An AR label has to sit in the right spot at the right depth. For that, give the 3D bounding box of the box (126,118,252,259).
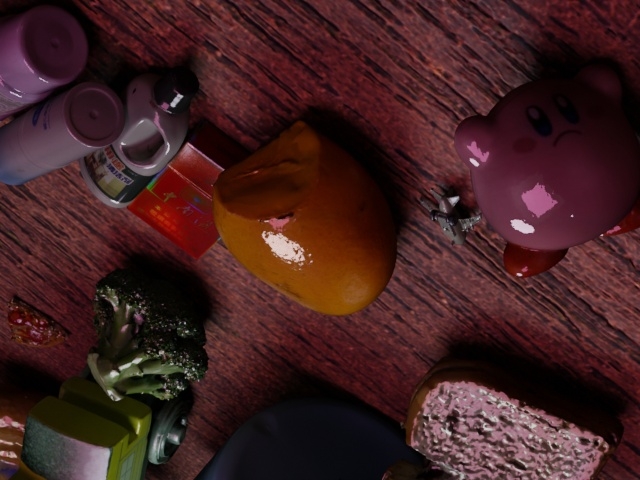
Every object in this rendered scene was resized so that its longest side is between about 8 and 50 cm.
[{"bbox_3d":[-0.141,-0.056,1.871,0.112,0.048,0.175,37,141,-10],"label":"box"}]

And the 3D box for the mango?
[{"bbox_3d":[0.000,0.000,1.777,0.187,0.138,0.257,-21,138,21],"label":"mango"}]

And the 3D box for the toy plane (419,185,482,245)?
[{"bbox_3d":[0.143,-0.023,1.747,0.080,0.033,0.083,15,142,34],"label":"toy plane"}]

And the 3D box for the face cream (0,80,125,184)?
[{"bbox_3d":[-0.310,-0.120,1.839,0.077,0.077,0.250,43,152,-18],"label":"face cream"}]

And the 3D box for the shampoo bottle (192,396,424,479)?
[{"bbox_3d":[-0.042,0.417,2.117,0.331,0.331,0.342,31,140,-3],"label":"shampoo bottle"}]

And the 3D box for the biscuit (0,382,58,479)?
[{"bbox_3d":[-0.436,0.314,2.396,0.213,0.091,0.274,-2,140,8],"label":"biscuit"}]

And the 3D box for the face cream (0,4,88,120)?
[{"bbox_3d":[-0.373,-0.195,1.832,0.154,0.096,0.274,32,153,-33],"label":"face cream"}]

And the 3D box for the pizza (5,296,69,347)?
[{"bbox_3d":[-0.416,0.130,2.265,0.100,0.029,0.099,38,142,-11],"label":"pizza"}]

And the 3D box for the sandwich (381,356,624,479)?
[{"bbox_3d":[0.202,0.286,1.914,0.249,0.095,0.273,22,109,9],"label":"sandwich"}]

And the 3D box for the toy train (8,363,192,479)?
[{"bbox_3d":[-0.324,0.366,2.219,0.179,0.272,0.442,21,119,15],"label":"toy train"}]

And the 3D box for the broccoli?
[{"bbox_3d":[-0.230,0.123,2.053,0.195,0.156,0.195,50,164,20],"label":"broccoli"}]

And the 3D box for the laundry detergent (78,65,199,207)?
[{"bbox_3d":[-0.198,-0.126,1.801,0.226,0.070,0.099,-39,64,49],"label":"laundry detergent"}]

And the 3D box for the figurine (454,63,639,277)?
[{"bbox_3d":[0.226,-0.074,1.534,0.173,0.173,0.173,17,141,15],"label":"figurine"}]
